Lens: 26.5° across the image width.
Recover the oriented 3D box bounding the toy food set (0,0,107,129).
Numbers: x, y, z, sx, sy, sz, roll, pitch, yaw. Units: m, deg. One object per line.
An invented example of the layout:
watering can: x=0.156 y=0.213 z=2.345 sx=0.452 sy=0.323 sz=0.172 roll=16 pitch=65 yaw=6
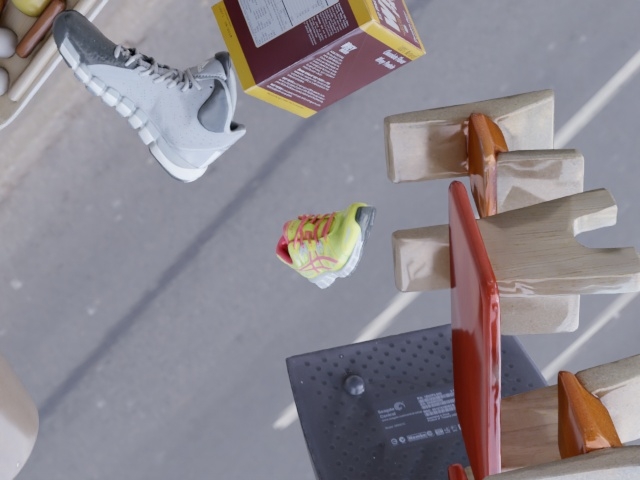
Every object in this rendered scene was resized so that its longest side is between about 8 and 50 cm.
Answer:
toy food set: x=-0.379 y=-0.300 z=1.582 sx=0.306 sy=0.220 sz=0.092 roll=-45 pitch=159 yaw=23

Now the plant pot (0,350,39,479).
plant pot: x=-0.438 y=0.176 z=1.501 sx=0.263 sy=0.263 sz=0.229 roll=-40 pitch=136 yaw=0

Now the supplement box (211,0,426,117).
supplement box: x=0.001 y=-0.274 z=1.773 sx=0.194 sy=0.129 sz=0.191 roll=-27 pitch=164 yaw=20

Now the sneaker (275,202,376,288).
sneaker: x=0.000 y=0.000 z=1.692 sx=0.208 sy=0.094 sz=0.081 roll=-45 pitch=-159 yaw=61

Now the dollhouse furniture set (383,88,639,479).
dollhouse furniture set: x=0.077 y=0.094 z=0.661 sx=0.135 sy=0.262 sz=0.259 roll=-8 pitch=128 yaw=-2

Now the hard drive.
hard drive: x=0.088 y=0.165 z=0.827 sx=0.172 sy=0.255 sz=0.054 roll=-10 pitch=139 yaw=-18

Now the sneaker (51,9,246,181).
sneaker: x=-0.163 y=-0.179 z=1.422 sx=0.132 sy=0.229 sz=0.086 roll=-33 pitch=-155 yaw=20
